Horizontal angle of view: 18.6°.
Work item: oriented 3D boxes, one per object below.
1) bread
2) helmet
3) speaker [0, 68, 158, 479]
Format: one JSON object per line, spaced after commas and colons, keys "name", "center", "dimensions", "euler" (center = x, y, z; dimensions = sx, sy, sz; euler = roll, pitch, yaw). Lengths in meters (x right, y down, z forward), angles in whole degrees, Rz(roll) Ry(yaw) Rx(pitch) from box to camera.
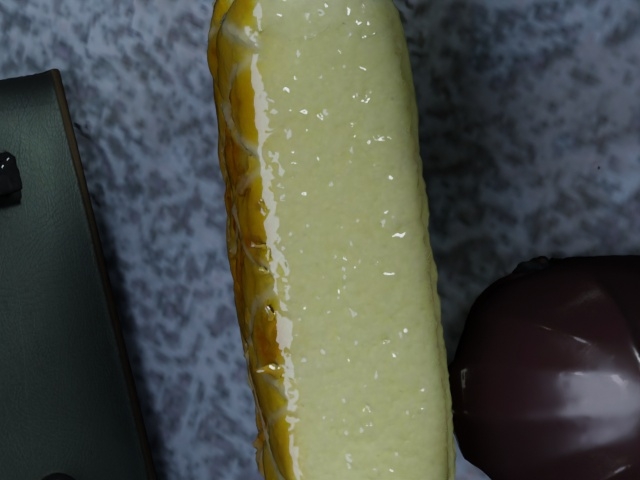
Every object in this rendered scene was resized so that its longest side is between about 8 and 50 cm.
{"name": "bread", "center": [0.000, -0.001, 0.703], "dimensions": [0.068, 0.125, 0.188], "euler": [-8, 98, -6]}
{"name": "helmet", "center": [0.088, 0.056, 0.691], "dimensions": [0.123, 0.070, 0.098], "euler": [-11, 94, 34]}
{"name": "speaker", "center": [-0.185, 0.062, 0.823], "dimensions": [0.192, 0.153, 0.231], "euler": [-10, 94, 34]}
